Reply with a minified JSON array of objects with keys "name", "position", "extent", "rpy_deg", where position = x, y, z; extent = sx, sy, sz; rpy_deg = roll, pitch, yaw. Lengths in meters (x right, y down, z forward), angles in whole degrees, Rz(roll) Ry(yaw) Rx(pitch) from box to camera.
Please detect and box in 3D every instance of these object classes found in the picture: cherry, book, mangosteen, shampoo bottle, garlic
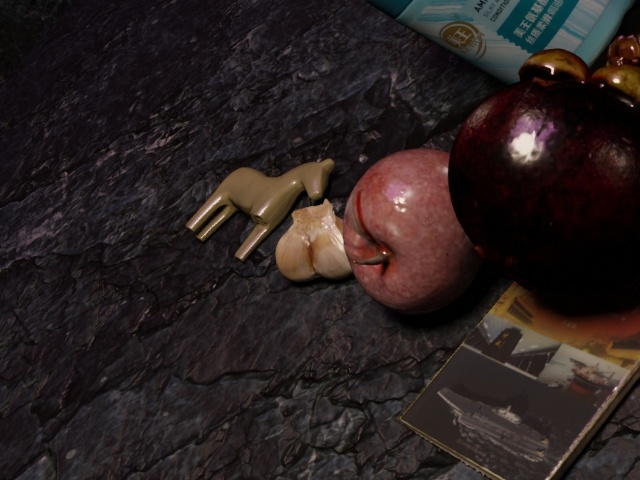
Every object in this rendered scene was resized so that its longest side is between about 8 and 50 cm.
[{"name":"cherry","position":[0.140,-0.012,1.672],"extent":[0.213,0.236,0.285],"rpy_deg":[36,39,22]},{"name":"book","position":[0.306,0.151,1.532],"extent":[0.374,0.028,0.262],"rpy_deg":[-48,35,-14]},{"name":"mangosteen","position":[0.330,-0.101,1.494],"extent":[0.307,0.307,0.347],"rpy_deg":[27,83,51]},{"name":"shampoo bottle","position":[0.298,-0.438,1.832],"extent":[0.331,0.343,0.331],"rpy_deg":[-58,10,16]},{"name":"garlic","position":[0.005,0.012,1.891],"extent":[0.174,0.099,0.124],"rpy_deg":[-18,59,31]}]

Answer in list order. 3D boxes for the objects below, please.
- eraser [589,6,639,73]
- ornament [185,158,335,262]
[{"name":"eraser","position":[0.533,-0.251,1.738],"extent":[0.171,0.087,0.290],"rpy_deg":[-35,37,0]},{"name":"ornament","position":[-0.100,-0.074,2.089],"extent":[0.245,0.061,0.230],"rpy_deg":[-50,39,-12]}]
